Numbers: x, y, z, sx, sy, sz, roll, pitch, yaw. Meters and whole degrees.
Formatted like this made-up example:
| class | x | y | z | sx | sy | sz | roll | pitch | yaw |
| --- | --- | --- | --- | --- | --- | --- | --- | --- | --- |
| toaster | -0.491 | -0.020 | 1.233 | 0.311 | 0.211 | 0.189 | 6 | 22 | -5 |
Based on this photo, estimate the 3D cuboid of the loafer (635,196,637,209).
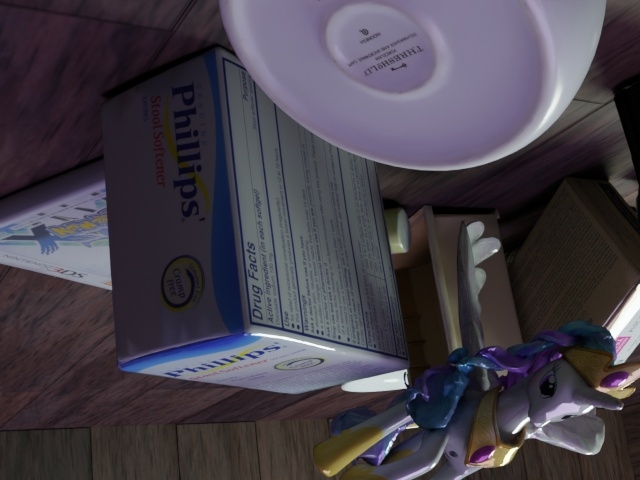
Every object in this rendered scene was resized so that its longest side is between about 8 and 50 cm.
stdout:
| class | x | y | z | sx | sy | sz | roll | pitch | yaw |
| --- | --- | --- | --- | --- | --- | --- | --- | --- | --- |
| loafer | 0.511 | -0.025 | 1.369 | 0.251 | 0.094 | 0.087 | 8 | 152 | -39 |

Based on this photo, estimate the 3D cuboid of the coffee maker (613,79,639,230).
| class | x | y | z | sx | sy | sz | roll | pitch | yaw |
| --- | --- | --- | --- | --- | --- | --- | --- | --- | --- |
| coffee maker | 0.377 | -0.086 | 1.004 | 0.120 | 0.178 | 0.171 | -13 | 163 | 11 |

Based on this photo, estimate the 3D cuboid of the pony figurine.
| class | x | y | z | sx | sy | sz | roll | pitch | yaw |
| --- | --- | --- | --- | --- | --- | --- | --- | --- | --- |
| pony figurine | 0.173 | 0.179 | 1.086 | 0.363 | 0.303 | 0.351 | -36 | -171 | 15 |

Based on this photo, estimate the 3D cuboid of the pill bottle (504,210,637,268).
| class | x | y | z | sx | sy | sz | roll | pitch | yaw |
| --- | --- | --- | --- | --- | --- | --- | --- | --- | --- |
| pill bottle | 0.364 | 0.069 | 1.493 | 0.161 | 0.161 | 0.283 | 9 | 156 | -39 |

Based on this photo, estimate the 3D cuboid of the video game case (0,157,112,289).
| class | x | y | z | sx | sy | sz | roll | pitch | yaw |
| --- | --- | --- | --- | --- | --- | --- | --- | --- | --- |
| video game case | -0.243 | -0.015 | 1.218 | 0.329 | 0.036 | 0.300 | -18 | 159 | 28 |

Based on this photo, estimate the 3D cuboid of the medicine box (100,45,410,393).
| class | x | y | z | sx | sy | sz | roll | pitch | yaw |
| --- | --- | --- | --- | --- | --- | --- | --- | --- | --- |
| medicine box | -0.058 | -0.001 | 0.964 | 0.149 | 0.263 | 0.289 | -19 | 158 | 29 |

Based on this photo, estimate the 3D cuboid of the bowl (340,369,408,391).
| class | x | y | z | sx | sy | sz | roll | pitch | yaw |
| --- | --- | --- | --- | --- | --- | --- | --- | --- | --- |
| bowl | 0.173 | 0.188 | 1.812 | 0.298 | 0.134 | 0.298 | -8 | 164 | -2 |

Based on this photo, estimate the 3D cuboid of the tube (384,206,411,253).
| class | x | y | z | sx | sy | sz | roll | pitch | yaw |
| --- | --- | --- | --- | --- | --- | --- | --- | --- | --- |
| tube | 0.000 | 0.000 | 1.331 | 0.240 | 0.062 | 0.070 | -9 | 119 | 21 |

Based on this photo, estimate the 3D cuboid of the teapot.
| class | x | y | z | sx | sy | sz | roll | pitch | yaw |
| --- | --- | --- | --- | --- | --- | --- | --- | --- | --- |
| teapot | 0.066 | -0.180 | 0.630 | 0.256 | 0.187 | 0.252 | 16 | 146 | 15 |

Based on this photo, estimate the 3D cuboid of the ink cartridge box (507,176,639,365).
| class | x | y | z | sx | sy | sz | roll | pitch | yaw |
| --- | --- | --- | --- | --- | --- | --- | --- | --- | --- |
| ink cartridge box | 0.341 | 0.066 | 1.294 | 0.088 | 0.193 | 0.234 | 3 | 131 | -29 |

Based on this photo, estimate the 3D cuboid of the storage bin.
| class | x | y | z | sx | sy | sz | roll | pitch | yaw |
| --- | --- | --- | --- | --- | --- | --- | --- | --- | --- |
| storage bin | 0.167 | 0.118 | 1.409 | 0.123 | 0.262 | 0.260 | -2 | 161 | -22 |
